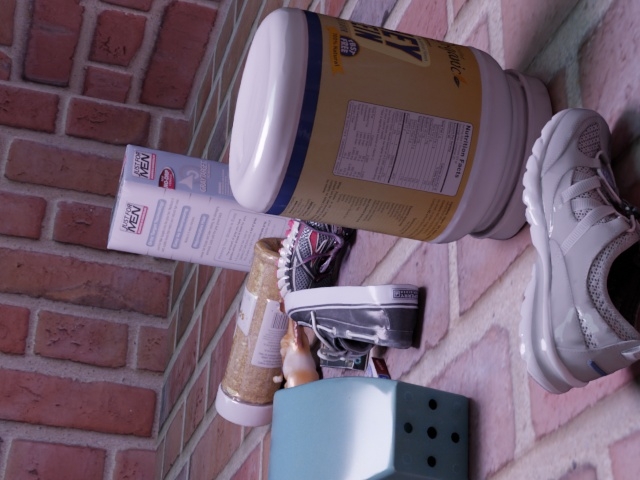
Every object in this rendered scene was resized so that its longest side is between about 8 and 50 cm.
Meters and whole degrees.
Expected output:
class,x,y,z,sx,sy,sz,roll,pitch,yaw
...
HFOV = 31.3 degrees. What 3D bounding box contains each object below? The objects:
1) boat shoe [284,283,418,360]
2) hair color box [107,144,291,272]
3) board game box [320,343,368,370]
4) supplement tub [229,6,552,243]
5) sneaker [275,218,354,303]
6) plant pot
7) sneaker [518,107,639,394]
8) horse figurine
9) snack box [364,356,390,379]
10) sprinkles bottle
class,x,y,z,sx,sy,sz,roll,pitch,yaw
boat shoe,0.041,0.122,1.644,0.306,0.113,0.105,-8,79,55
hair color box,-0.208,-0.051,2.209,0.113,0.374,0.185,-95,20,-45
board game box,0.043,0.142,1.813,0.186,0.026,0.126,161,118,-74
supplement tub,0.074,-0.120,1.273,0.228,0.316,0.228,-170,90,-76
sneaker,0.000,0.000,1.925,0.121,0.112,0.299,-29,-50,-52
plant pot,0.065,0.250,1.373,0.234,0.166,0.165,-32,48,54
sneaker,0.252,0.000,1.016,0.115,0.105,0.281,-16,55,37
horse figurine,-0.046,0.239,1.998,0.174,0.066,0.263,111,158,-50
snack box,0.086,0.236,1.587,0.178,0.022,0.064,-108,31,-61
sprinkles bottle,-0.106,0.176,2.182,0.121,0.121,0.355,-116,39,-67
